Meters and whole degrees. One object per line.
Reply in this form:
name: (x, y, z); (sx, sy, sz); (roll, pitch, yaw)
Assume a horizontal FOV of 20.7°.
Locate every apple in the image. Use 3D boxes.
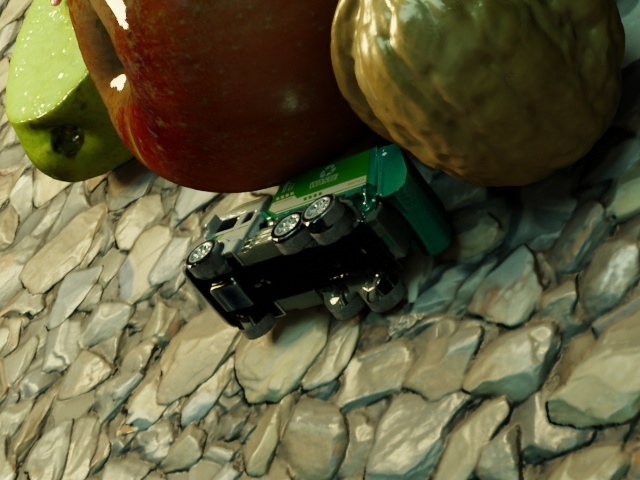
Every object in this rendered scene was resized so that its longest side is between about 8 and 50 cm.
apple: (-0.076, -0.213, 1.662); (0.277, 0.348, 0.348); (-23, 31, -17)

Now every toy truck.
toy truck: (0.000, 0.000, 1.583); (0.253, 0.114, 0.124); (-16, 33, 39)

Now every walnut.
walnut: (0.127, -0.165, 1.466); (0.257, 0.257, 0.224); (-28, 40, 28)

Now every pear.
pear: (-0.233, -0.184, 1.971); (0.292, 0.159, 0.292); (-33, 37, 29)

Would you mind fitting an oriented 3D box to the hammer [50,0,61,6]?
hammer: (-0.308, -0.291, 1.998); (0.052, 0.031, 0.083); (-48, 39, 19)
